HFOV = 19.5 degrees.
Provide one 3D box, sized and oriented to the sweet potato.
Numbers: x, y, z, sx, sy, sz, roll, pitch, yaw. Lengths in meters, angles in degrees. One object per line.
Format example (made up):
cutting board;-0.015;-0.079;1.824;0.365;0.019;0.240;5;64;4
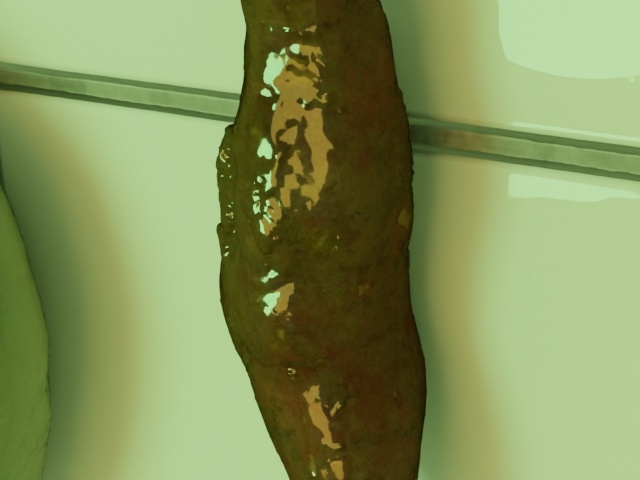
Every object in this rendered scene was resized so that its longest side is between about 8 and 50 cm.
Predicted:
sweet potato;-0.002;0.000;0.882;0.106;0.095;0.354;-123;27;-73

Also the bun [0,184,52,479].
bun;-0.320;0.055;1.065;0.365;0.219;0.365;17;117;36
